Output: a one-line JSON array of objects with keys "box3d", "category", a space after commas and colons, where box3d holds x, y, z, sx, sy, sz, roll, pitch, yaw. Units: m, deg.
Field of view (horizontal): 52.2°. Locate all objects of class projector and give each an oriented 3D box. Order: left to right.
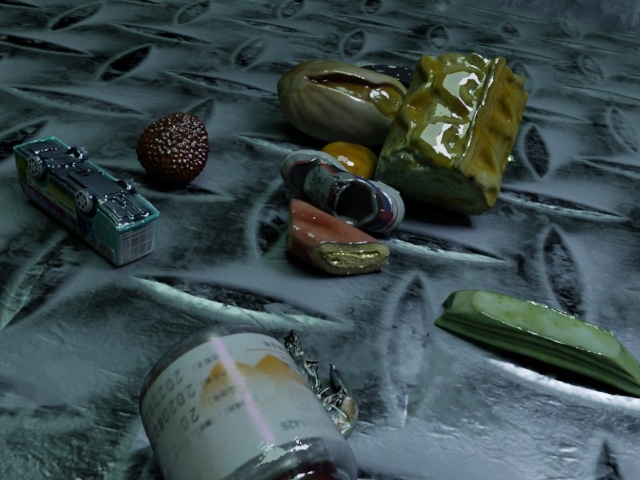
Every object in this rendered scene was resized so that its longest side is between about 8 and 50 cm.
[{"box3d": [0.178, -0.360, 1.570, 0.257, 0.079, 0.259, 16, 33, 11], "category": "projector"}]

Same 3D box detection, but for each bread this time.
[{"box3d": [0.000, 0.001, 1.008, 0.192, 0.067, 0.119, 30, 29, 26], "category": "bread"}, {"box3d": [0.239, -0.193, 1.172, 0.238, 0.196, 0.252, 12, 71, 10], "category": "bread"}]

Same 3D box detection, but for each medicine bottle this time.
[{"box3d": [-0.050, 0.217, 0.596, 0.165, 0.165, 0.273, -12, 39, -29], "category": "medicine bottle"}]

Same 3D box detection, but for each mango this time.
[{"box3d": [0.047, -0.138, 1.209, 0.111, 0.090, 0.163, 23, 25, -1], "category": "mango"}]

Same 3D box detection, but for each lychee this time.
[{"box3d": [-0.253, -0.161, 1.135, 0.123, 0.129, 0.123, 16, -3, 1], "category": "lychee"}]

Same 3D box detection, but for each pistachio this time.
[{"box3d": [0.047, -0.277, 1.362, 0.287, 0.197, 0.166, 16, 76, -11], "category": "pistachio"}]

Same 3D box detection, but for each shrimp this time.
[{"box3d": [-0.006, 0.177, 0.790, 0.091, 0.034, 0.161, 6, 39, -27], "category": "shrimp"}]

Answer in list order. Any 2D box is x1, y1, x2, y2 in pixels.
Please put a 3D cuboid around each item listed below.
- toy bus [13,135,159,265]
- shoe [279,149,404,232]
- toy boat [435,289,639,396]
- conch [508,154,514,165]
[{"box3d": [-0.355, -0.066, 0.980, 0.261, 0.109, 0.091, 33, 38, 27], "category": "toy bus"}, {"box3d": [0.022, -0.072, 1.074, 0.227, 0.099, 0.125, 24, 20, 13], "category": "shoe"}, {"box3d": [0.311, 0.131, 0.910, 0.292, 0.055, 0.093, 19, 38, 14], "category": "toy boat"}, {"box3d": [0.292, -0.221, 1.362, 0.250, 0.143, 0.137, 37, 56, 11], "category": "conch"}]
